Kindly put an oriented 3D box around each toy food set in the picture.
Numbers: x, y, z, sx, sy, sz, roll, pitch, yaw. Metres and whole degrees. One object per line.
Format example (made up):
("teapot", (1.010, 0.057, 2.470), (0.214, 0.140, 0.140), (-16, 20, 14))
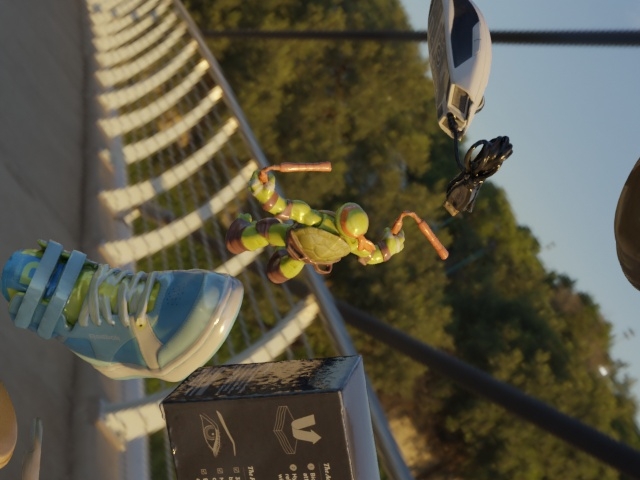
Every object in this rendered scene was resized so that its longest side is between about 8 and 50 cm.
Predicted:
("toy food set", (-0.346, 0.173, 0.971), (0.132, 0.039, 0.192), (-103, 166, -53))

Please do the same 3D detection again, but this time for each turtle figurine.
("turtle figurine", (0.000, 0.000, 1.170), (0.270, 0.217, 0.087), (22, 66, -32))

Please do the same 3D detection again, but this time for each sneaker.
("sneaker", (-0.243, 0.068, 1.121), (0.208, 0.319, 0.127), (34, 57, -27))

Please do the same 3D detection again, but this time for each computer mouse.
("computer mouse", (0.114, -0.118, 0.762), (0.106, 0.042, 0.192), (99, -11, -65))

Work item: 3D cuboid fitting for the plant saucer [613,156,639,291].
("plant saucer", (0.408, -0.067, 1.047), (0.041, 0.277, 0.278), (31, 13, -15))

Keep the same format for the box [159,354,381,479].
("box", (-0.036, 0.190, 0.849), (0.093, 0.158, 0.155), (-44, 126, -71))
